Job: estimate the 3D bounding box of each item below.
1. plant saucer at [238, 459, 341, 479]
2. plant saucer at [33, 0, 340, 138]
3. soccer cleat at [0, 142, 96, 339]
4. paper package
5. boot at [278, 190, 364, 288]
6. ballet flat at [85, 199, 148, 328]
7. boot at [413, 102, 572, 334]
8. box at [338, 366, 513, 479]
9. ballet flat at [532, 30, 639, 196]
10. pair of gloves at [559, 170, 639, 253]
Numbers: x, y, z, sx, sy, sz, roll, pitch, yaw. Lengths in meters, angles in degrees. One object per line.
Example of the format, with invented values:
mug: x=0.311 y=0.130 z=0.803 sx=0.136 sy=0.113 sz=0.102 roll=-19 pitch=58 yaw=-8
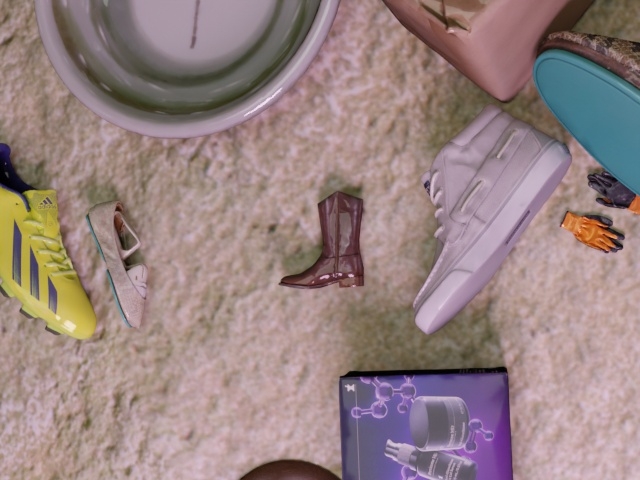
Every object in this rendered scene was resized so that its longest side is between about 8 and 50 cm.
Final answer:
plant saucer: x=-0.038 y=0.361 z=1.137 sx=0.198 sy=0.036 sz=0.199 roll=-1 pitch=87 yaw=16
plant saucer: x=-0.152 y=-0.316 z=1.180 sx=0.400 sy=0.100 sz=0.400 roll=-1 pitch=85 yaw=17
soccer cleat: x=-0.366 y=-0.002 z=1.227 sx=0.121 sy=0.093 sz=0.289 roll=-41 pitch=77 yaw=3
paper package: x=0.202 y=-0.323 z=0.961 sx=0.168 sy=0.325 sz=0.309 roll=42 pitch=98 yaw=15
boot: x=0.000 y=0.000 z=1.148 sx=0.106 sy=0.037 sz=0.114 roll=-3 pitch=89 yaw=3
ballet flat: x=-0.245 y=0.026 z=1.209 sx=0.052 sy=0.057 sz=0.168 roll=-24 pitch=80 yaw=4
boot: x=0.158 y=-0.028 z=1.086 sx=0.123 sy=0.095 sz=0.258 roll=37 pitch=88 yaw=21
box: x=0.119 y=0.273 z=1.054 sx=0.184 sy=0.103 sz=0.261 roll=-3 pitch=85 yaw=11
ballet flat: x=0.430 y=-0.060 z=0.971 sx=0.182 sy=0.164 sz=0.483 roll=-35 pitch=72 yaw=-15
pair of gloves: x=0.316 y=-0.031 z=1.073 sx=0.074 sy=0.010 sz=0.083 roll=32 pitch=95 yaw=16
